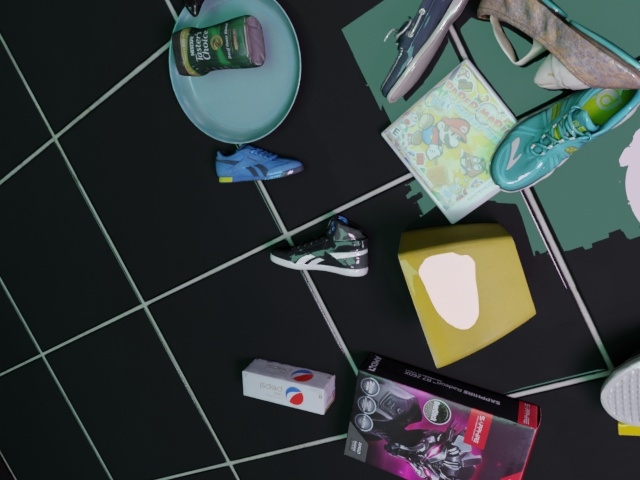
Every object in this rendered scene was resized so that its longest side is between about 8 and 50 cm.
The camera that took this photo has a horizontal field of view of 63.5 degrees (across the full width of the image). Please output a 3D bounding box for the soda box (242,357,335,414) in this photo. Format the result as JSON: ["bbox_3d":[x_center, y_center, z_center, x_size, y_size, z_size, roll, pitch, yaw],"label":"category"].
[{"bbox_3d":[-0.076,0.346,1.235,0.216,0.074,0.069,6,108,22],"label":"soda box"}]

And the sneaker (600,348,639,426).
[{"bbox_3d":[0.621,0.194,0.854,0.321,0.127,0.126,-41,84,29],"label":"sneaker"}]

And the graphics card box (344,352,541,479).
[{"bbox_3d":[0.247,0.407,1.103,0.370,0.094,0.233,16,111,20],"label":"graphics card box"}]

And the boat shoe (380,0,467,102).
[{"bbox_3d":[0.174,-0.365,0.902,0.079,0.095,0.255,37,115,8],"label":"boat shoe"}]

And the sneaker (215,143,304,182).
[{"bbox_3d":[-0.137,-0.170,1.111,0.209,0.069,0.082,0,102,24],"label":"sneaker"}]

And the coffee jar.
[{"bbox_3d":[-0.206,-0.381,1.025,0.184,0.079,0.096,-1,105,24],"label":"coffee jar"}]

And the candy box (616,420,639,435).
[{"bbox_3d":[0.626,0.301,0.897,0.205,0.105,0.027,-7,102,25],"label":"candy box"}]

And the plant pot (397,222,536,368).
[{"bbox_3d":[0.267,0.074,0.942,0.187,0.212,0.212,-18,98,13],"label":"plant pot"}]

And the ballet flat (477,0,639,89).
[{"bbox_3d":[0.358,-0.302,0.802,0.106,0.107,0.316,-54,52,34],"label":"ballet flat"}]

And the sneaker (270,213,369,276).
[{"bbox_3d":[0.000,0.000,1.103,0.216,0.079,0.121,7,105,13],"label":"sneaker"}]

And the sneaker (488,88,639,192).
[{"bbox_3d":[0.393,-0.182,0.835,0.275,0.110,0.107,-39,87,20],"label":"sneaker"}]

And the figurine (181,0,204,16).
[{"bbox_3d":[-0.237,-0.583,1.002,0.215,0.092,0.209,-38,79,27],"label":"figurine"}]

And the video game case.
[{"bbox_3d":[0.258,-0.177,0.959,0.206,0.026,0.227,-39,88,28],"label":"video game case"}]

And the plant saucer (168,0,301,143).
[{"bbox_3d":[-0.177,-0.366,1.085,0.317,0.043,0.318,7,109,21],"label":"plant saucer"}]
